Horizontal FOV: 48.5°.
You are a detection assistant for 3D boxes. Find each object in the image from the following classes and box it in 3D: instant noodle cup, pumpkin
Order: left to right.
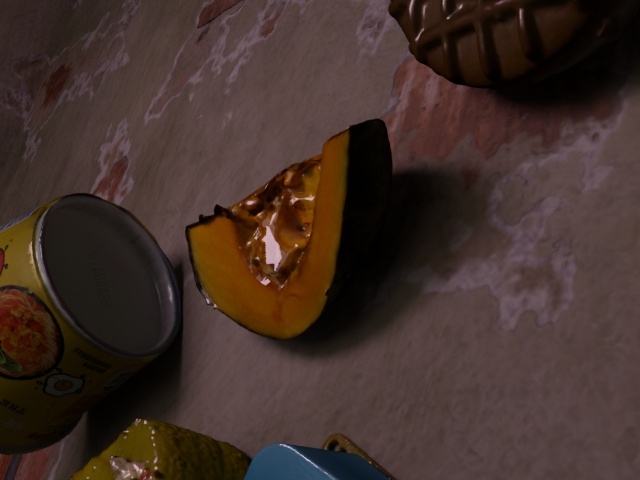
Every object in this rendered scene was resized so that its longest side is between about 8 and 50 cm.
[{"bbox_3d":[-0.368,0.099,0.986,0.254,0.325,0.325,-30,44,22],"label":"instant noodle cup"},{"bbox_3d":[0.000,0.000,0.768,0.312,0.148,0.169,-26,85,49],"label":"pumpkin"}]

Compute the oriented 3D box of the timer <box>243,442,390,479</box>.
[{"bbox_3d":[0.012,0.304,0.532,0.250,0.091,0.231,22,89,51],"label":"timer"}]

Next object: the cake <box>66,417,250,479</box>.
[{"bbox_3d":[-0.192,0.317,0.736,0.260,0.156,0.179,-44,32,24],"label":"cake"}]

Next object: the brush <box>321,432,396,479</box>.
[{"bbox_3d":[0.063,0.219,0.601,0.218,0.010,0.082,24,85,55],"label":"brush"}]

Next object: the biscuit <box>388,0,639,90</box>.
[{"bbox_3d":[0.172,-0.300,0.645,0.332,0.103,0.332,20,113,58],"label":"biscuit"}]
